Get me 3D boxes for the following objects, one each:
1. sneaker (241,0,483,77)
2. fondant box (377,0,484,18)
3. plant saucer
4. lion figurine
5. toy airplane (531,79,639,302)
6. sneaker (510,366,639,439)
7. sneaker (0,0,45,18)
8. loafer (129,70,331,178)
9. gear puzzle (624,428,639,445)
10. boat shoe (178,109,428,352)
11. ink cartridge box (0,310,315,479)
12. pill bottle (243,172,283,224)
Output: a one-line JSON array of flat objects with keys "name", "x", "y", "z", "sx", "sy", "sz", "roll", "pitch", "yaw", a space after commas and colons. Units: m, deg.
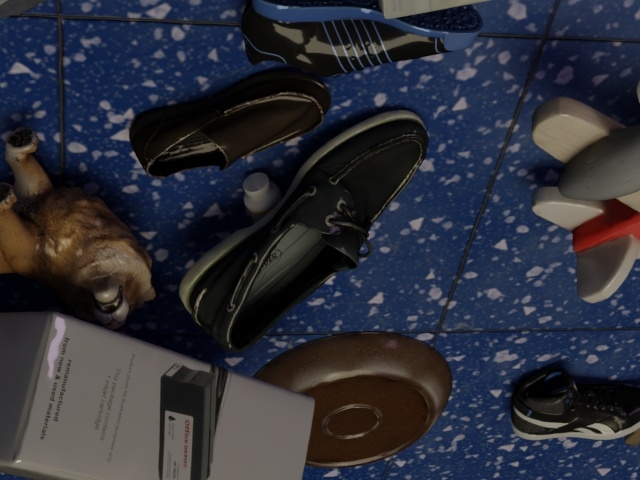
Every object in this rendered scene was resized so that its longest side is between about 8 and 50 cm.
[{"name": "sneaker", "x": 0.038, "y": -0.204, "z": 1.107, "sx": 0.232, "sy": 0.081, "sz": 0.090, "roll": 6, "pitch": 139, "yaw": -8}, {"name": "fondant box", "x": 0.198, "y": -0.341, "z": 0.972, "sx": 0.330, "sy": 0.096, "sz": 0.238, "roll": -12, "pitch": 138, "yaw": -1}, {"name": "plant saucer", "x": 0.042, "y": 0.245, "z": 1.622, "sx": 0.311, "sy": 0.050, "sz": 0.310, "roll": -7, "pitch": 139, "yaw": -6}, {"name": "lion figurine", "x": -0.385, "y": 0.000, "z": 1.221, "sx": 0.392, "sy": 0.142, "sz": 0.240, "roll": 2, "pitch": 146, "yaw": 7}, {"name": "toy airplane", "x": 0.420, "y": -0.041, "z": 1.216, "sx": 0.386, "sy": 0.272, "sz": 0.384, "roll": -11, "pitch": 139, "yaw": 0}, {"name": "sneaker", "x": 0.390, "y": 0.235, "z": 1.656, "sx": 0.217, "sy": 0.079, "sz": 0.121, "roll": -9, "pitch": 140, "yaw": 0}, {"name": "sneaker", "x": -0.373, "y": -0.253, "z": 0.937, "sx": 0.319, "sy": 0.112, "sz": 0.131, "roll": -5, "pitch": 141, "yaw": -8}, {"name": "loafer", "x": -0.091, "y": -0.108, "z": 1.179, "sx": 0.220, "sy": 0.078, "sz": 0.080, "roll": -17, "pitch": 138, "yaw": 8}, {"name": "gear puzzle", "x": 0.615, "y": 0.213, "z": 1.715, "sx": 0.175, "sy": 0.044, "sz": 0.339, "roll": 17, "pitch": 128, "yaw": -26}, {"name": "boat shoe", "x": -0.002, "y": -0.002, "z": 1.240, "sx": 0.340, "sy": 0.113, "sz": 0.127, "roll": -36, "pitch": 138, "yaw": 3}, {"name": "ink cartridge box", "x": -0.246, "y": 0.214, "z": 1.329, "sx": 0.285, "sy": 0.166, "sz": 0.395, "roll": -5, "pitch": 158, "yaw": 44}, {"name": "pill bottle", "x": -0.062, "y": -0.039, "z": 1.288, "sx": 0.043, "sy": 0.043, "sz": 0.083, "roll": -16, "pitch": 138, "yaw": 6}]
